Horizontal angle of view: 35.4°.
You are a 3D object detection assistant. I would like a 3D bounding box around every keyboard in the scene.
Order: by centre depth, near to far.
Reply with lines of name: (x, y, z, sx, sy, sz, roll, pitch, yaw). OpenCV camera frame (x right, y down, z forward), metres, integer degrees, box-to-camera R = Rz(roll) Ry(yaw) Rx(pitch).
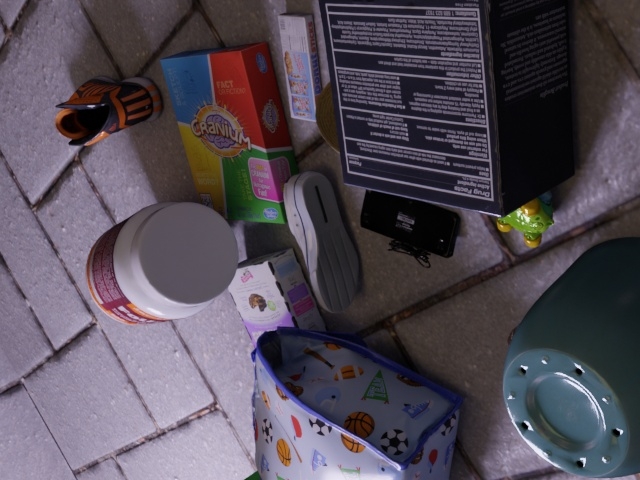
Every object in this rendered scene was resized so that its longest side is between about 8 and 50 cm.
keyboard: (0.146, -0.021, 1.636, 0.192, 0.038, 0.100, 23, 104, 40)

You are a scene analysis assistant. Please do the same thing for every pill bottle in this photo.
pill bottle: (-0.311, 0.047, 1.953, 0.224, 0.224, 0.392, 65, 155, -4)

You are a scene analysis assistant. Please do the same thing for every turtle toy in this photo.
turtle toy: (0.281, -0.056, 1.427, 0.130, 0.066, 0.095, 34, 157, 33)

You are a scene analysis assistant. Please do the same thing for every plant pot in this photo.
plant pot: (0.380, 0.173, 1.321, 0.293, 0.235, 0.293, 26, 129, 37)

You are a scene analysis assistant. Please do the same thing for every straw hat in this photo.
straw hat: (0.063, -0.192, 1.587, 0.144, 0.144, 0.061, 53, -177, 11)

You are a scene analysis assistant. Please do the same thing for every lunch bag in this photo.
lunch bag: (0.040, 0.357, 1.808, 0.386, 0.239, 0.327, 23, 129, 29)

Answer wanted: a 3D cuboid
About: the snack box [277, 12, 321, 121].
snack box: (-0.032, -0.288, 1.670, 0.064, 0.022, 0.178, 15, 122, 41)

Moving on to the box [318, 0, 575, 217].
box: (0.171, -0.216, 1.362, 0.296, 0.183, 0.294, 16, 122, 44)

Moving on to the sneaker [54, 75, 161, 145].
sneaker: (-0.484, -0.263, 2.055, 0.321, 0.180, 0.124, -5, 107, 49)

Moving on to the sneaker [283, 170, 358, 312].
sneaker: (0.000, 0.000, 1.768, 0.091, 0.094, 0.258, 12, 115, 62)

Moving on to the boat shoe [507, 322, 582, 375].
boat shoe: (0.349, 0.207, 1.519, 0.183, 0.066, 0.066, 62, 147, 15)

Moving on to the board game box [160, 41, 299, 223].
board game box: (-0.159, -0.193, 1.833, 0.242, 0.064, 0.316, 5, 115, 46)

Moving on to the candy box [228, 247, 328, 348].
candy box: (-0.087, 0.125, 1.936, 0.165, 0.070, 0.196, -14, 102, 51)

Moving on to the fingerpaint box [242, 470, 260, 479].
fingerpaint box: (-0.138, 0.686, 2.026, 0.163, 0.445, 0.371, 22, 127, 40)
